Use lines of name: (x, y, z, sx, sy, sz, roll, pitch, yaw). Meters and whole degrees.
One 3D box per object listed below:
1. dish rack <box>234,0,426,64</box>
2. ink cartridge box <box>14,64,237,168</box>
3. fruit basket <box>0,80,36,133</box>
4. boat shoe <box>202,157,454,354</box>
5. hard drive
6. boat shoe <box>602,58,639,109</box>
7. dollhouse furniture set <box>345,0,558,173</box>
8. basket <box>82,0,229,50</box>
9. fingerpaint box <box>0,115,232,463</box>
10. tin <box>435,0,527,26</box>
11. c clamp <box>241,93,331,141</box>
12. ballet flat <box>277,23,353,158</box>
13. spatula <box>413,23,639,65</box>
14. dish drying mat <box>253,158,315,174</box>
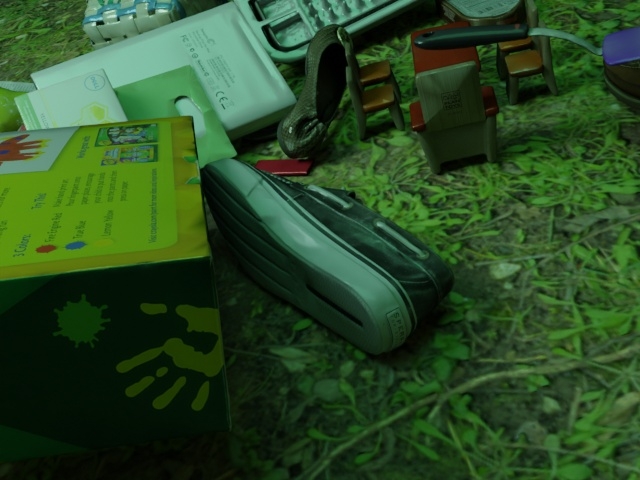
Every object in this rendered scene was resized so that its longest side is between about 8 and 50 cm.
dish rack: (0.019, -0.440, 1.369, 0.333, 0.072, 0.285, -27, 69, 1)
ink cartridge box: (-0.248, -0.145, 1.084, 0.235, 0.056, 0.171, -23, 67, -13)
fruit basket: (-0.431, -0.117, 1.211, 0.353, 0.165, 0.327, 8, 47, 0)
boat shoe: (0.000, 0.000, 0.891, 0.119, 0.121, 0.335, -28, 46, -27)
hard drive: (-0.214, -0.202, 1.166, 0.307, 0.040, 0.203, -25, 68, -16)
boat shoe: (0.417, -0.199, 0.932, 0.111, 0.104, 0.307, -30, 28, -6)
dollhouse furniture set: (0.160, -0.213, 1.059, 0.262, 0.135, 0.259, -11, 37, 10)
basket: (-0.272, -0.436, 1.482, 0.255, 0.201, 0.289, -5, 48, 19)
fingerpaint box: (-0.288, 0.024, 0.793, 0.371, 0.163, 0.445, -7, 22, -9)
tin: (0.247, -0.366, 1.307, 0.106, 0.040, 0.189, -19, 36, -7)
c clamp: (-0.060, -0.191, 1.223, 0.161, 0.022, 0.137, -9, 38, 12)
ballet flat: (0.007, -0.208, 1.142, 0.058, 0.084, 0.250, -15, 40, 38)
spatula: (0.249, -0.219, 0.917, 0.296, 0.030, 0.084, 5, 38, 14)
dish drying mat: (-0.050, -0.095, 1.107, 0.083, 0.008, 0.032, 2, 40, 25)
